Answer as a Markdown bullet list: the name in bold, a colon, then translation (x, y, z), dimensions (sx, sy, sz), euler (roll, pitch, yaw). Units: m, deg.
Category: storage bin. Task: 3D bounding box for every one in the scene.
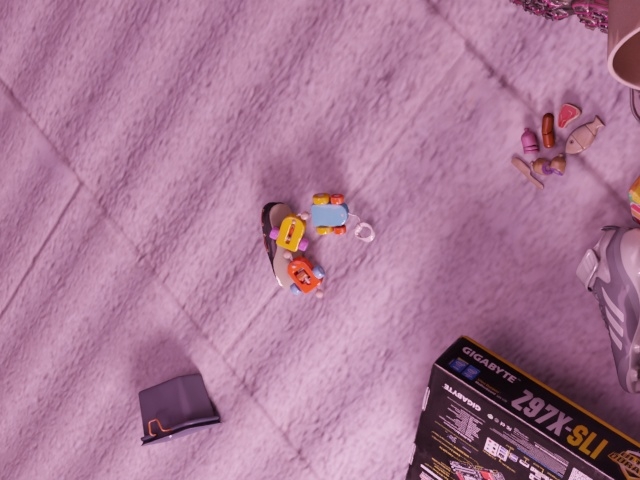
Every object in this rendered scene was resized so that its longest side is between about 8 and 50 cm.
- **storage bin**: translation (-0.244, 0.277, 1.803), dimensions (0.135, 0.098, 0.091), euler (-25, 74, 36)

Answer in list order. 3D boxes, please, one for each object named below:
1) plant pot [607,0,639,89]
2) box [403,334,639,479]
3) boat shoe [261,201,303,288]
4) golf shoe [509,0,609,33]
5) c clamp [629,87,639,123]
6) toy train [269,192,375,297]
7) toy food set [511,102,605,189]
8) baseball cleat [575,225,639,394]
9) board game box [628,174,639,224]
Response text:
- **plant pot**: translation (0.415, -0.328, 1.144), dimensions (0.257, 0.256, 0.274), euler (-13, 73, 36)
- **box**: translation (0.270, 0.304, 1.408), dimensions (0.322, 0.079, 0.257), euler (32, 138, 26)
- **boat shoe**: translation (-0.059, 0.006, 1.647), dimensions (0.042, 0.049, 0.133), euler (17, 119, 61)
- **golf shoe**: translation (0.299, -0.310, 1.327), dimensions (0.186, 0.067, 0.086), euler (22, 85, 30)
- **c clamp**: translation (0.424, -0.207, 1.279), dimensions (0.137, 0.022, 0.160), euler (9, 104, 33)
- **toy train**: translation (0.000, 0.000, 1.605), dimensions (0.125, 0.046, 0.166), euler (46, 115, -6)
- **toy food set**: translation (0.293, -0.125, 1.388), dimensions (0.078, 0.019, 0.122), euler (46, 121, 18)
- **baseball cleat**: translation (0.371, 0.083, 1.359), dimensions (0.109, 0.072, 0.205), euler (12, 103, 47)
- **board game box**: translation (0.465, 0.022, 1.237), dimensions (0.259, 0.124, 0.039), euler (35, 89, 23)
